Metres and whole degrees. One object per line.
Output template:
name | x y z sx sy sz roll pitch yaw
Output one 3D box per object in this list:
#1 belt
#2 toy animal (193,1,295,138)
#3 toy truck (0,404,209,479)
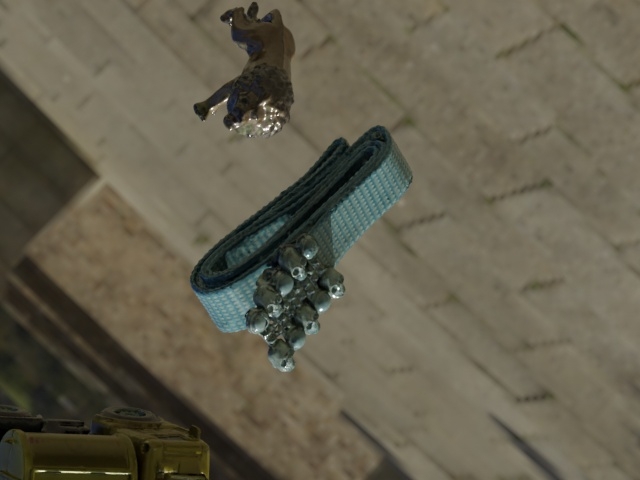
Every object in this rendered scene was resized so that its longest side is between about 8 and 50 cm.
belt | -0.002 -0.003 1.312 0.100 0.179 0.065 29 159 50
toy animal | -0.054 -0.134 1.545 0.069 0.086 0.219 28 -152 -22
toy truck | -0.080 0.085 0.674 0.083 0.049 0.054 6 -178 -33
